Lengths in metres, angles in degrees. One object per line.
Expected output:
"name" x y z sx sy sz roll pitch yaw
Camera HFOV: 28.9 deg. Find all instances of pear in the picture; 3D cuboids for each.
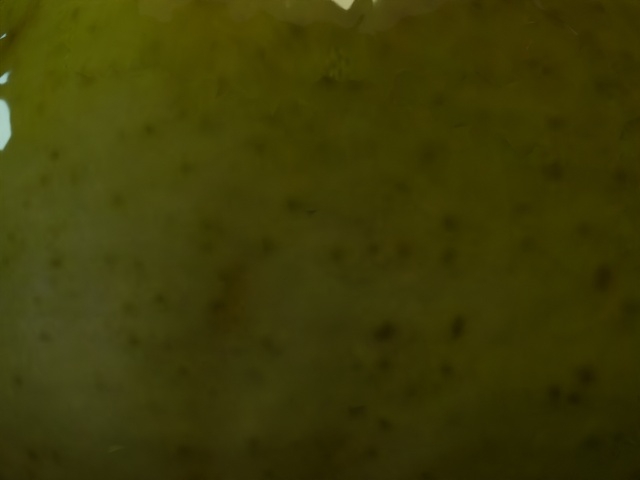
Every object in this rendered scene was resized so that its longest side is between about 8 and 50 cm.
"pear" 0.000 0.000 0.507 0.418 0.362 0.362 -5 15 33
